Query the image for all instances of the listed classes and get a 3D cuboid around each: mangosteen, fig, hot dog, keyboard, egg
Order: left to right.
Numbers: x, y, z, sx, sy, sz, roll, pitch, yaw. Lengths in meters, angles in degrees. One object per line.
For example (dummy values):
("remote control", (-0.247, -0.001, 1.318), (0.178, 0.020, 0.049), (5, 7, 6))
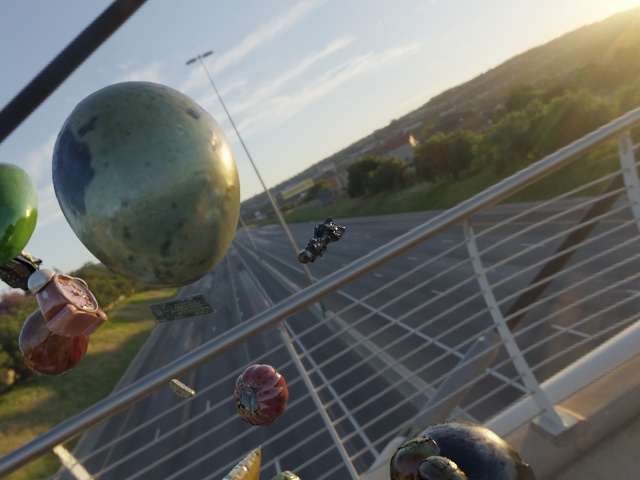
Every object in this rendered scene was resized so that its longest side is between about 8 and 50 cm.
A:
("fig", (-0.926, 0.336, 1.683), (0.223, 0.263, 0.224), (0, 13, 0))
("egg", (-0.332, -0.107, 0.956), (0.344, 0.428, 0.345), (-21, -14, -6))
("keyboard", (-0.342, 0.167, 1.175), (0.176, 0.055, 0.014), (-14, 22, 26))
("hot dog", (-0.425, 0.459, 1.468), (0.090, 0.034, 0.030), (23, -2, 23))
("mangosteen", (0.361, 0.652, 1.211), (0.380, 0.381, 0.421), (-24, -24, 13))

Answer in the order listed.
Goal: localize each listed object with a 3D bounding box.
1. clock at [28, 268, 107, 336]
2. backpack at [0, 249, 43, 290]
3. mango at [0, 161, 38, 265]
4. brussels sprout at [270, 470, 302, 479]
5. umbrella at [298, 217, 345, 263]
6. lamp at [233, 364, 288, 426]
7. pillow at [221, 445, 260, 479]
("clock", (-0.626, 0.150, 1.175), (0.092, 0.162, 0.166), (-40, -22, 0))
("backpack", (-0.961, 0.076, 1.498), (0.105, 0.165, 0.120), (-37, 40, 5))
("mango", (-0.908, -0.074, 1.350), (0.225, 0.201, 0.382), (-29, 51, -4))
("brussels sprout", (-0.110, 0.959, 1.792), (0.161, 0.181, 0.144), (6, -56, -35))
("umbrella", (-0.001, -0.002, 1.429), (0.224, 0.080, 0.071), (-44, -14, -51))
("lamp", (-0.174, 0.465, 1.455), (0.182, 0.182, 0.140), (-22, -18, 29))
("pillow", (-0.313, 0.938, 1.697), (0.119, 0.310, 0.312), (12, 13, 21))
